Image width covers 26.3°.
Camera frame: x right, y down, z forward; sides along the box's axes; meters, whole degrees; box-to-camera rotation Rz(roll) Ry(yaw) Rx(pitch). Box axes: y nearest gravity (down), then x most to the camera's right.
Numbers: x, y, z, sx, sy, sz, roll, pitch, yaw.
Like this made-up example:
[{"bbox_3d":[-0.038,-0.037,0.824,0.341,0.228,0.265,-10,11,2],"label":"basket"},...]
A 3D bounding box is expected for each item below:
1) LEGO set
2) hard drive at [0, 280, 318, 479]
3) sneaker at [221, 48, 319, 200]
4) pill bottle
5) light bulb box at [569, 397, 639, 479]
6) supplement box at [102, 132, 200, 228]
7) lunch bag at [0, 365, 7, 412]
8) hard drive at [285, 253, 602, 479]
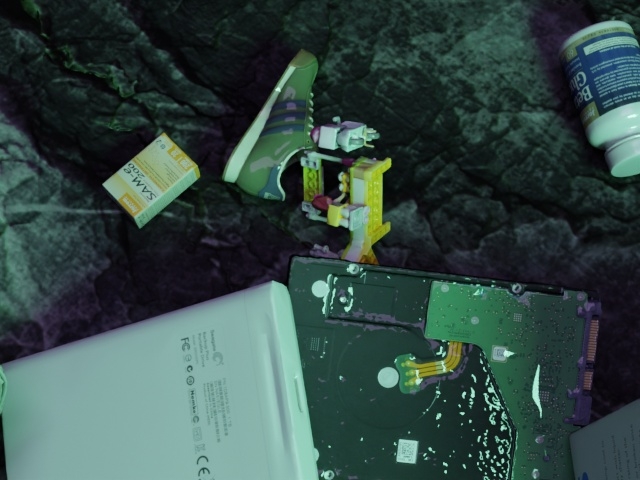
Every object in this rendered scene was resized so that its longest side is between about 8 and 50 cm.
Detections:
[{"bbox_3d":[0.000,0.000,1.563,0.107,0.132,0.287,15,99,28],"label":"LEGO set"},{"bbox_3d":[-0.178,0.201,1.440,0.353,0.047,0.233,-17,70,22],"label":"hard drive"},{"bbox_3d":[-0.035,-0.130,1.632,0.086,0.064,0.192,30,73,3],"label":"sneaker"},{"bbox_3d":[0.348,-0.165,1.614,0.094,0.094,0.169,-14,70,-4],"label":"pill bottle"},{"bbox_3d":[0.476,0.243,1.289,0.358,0.361,0.225,0,70,-14],"label":"light bulb box"},{"bbox_3d":[-0.200,-0.071,1.623,0.098,0.036,0.062,-42,74,-12],"label":"supplement box"},{"bbox_3d":[-0.491,0.162,1.417,0.256,0.213,0.305,-42,39,-24],"label":"lunch bag"},{"bbox_3d":[0.120,0.149,1.468,0.339,0.064,0.237,6,91,-4],"label":"hard drive"}]
